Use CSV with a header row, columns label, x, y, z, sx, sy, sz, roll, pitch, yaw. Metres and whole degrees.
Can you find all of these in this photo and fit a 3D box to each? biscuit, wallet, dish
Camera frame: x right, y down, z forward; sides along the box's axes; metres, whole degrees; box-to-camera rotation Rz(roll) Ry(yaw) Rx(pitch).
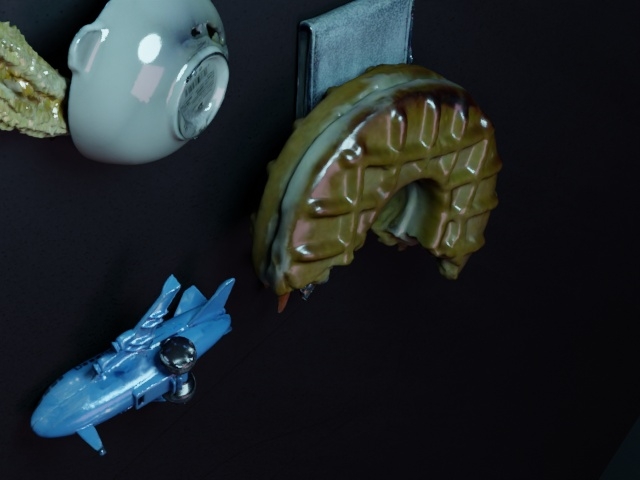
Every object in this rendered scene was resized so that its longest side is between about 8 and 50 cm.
label,x,y,z,sx,sy,sz,roll,pitch,yaw
biscuit,0.081,-0.070,1.747,0.366,0.115,0.268,-10,123,-46
wallet,0.036,-0.182,1.741,0.167,0.036,0.222,-28,138,-32
dish,-0.143,-0.164,1.438,0.236,0.086,0.228,-34,145,-56

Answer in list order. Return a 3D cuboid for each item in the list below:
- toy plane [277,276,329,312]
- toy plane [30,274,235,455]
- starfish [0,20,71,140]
label,x,y,z,sx,sy,sz,roll,pitch,yaw
toy plane,0.002,0.002,1.842,0.189,0.061,0.130,-41,144,-17
toy plane,-0.204,0.146,1.697,0.271,0.105,0.254,-40,159,-25
starfish,-0.283,-0.231,1.253,0.432,0.082,0.324,-4,115,-62
